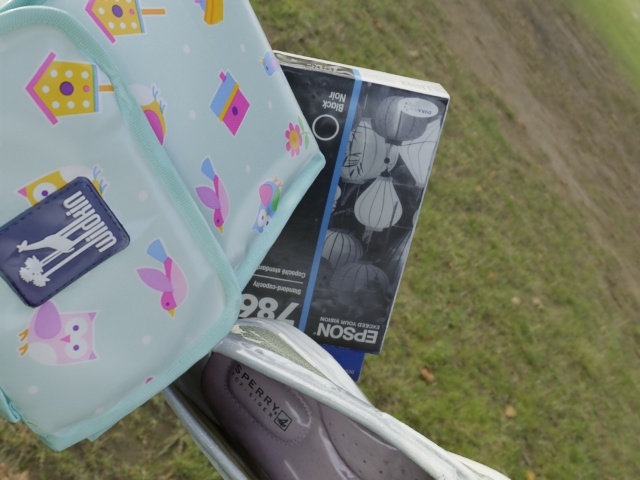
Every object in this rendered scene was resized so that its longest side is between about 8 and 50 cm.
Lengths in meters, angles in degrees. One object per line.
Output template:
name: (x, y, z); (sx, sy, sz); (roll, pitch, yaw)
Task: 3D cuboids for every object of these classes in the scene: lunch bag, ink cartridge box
lunch bag: (-0.133, -0.047, 0.467); (0.262, 0.160, 0.223); (-60, 136, -40)
ink cartridge box: (0.000, 0.000, 0.788); (0.166, 0.332, 0.065); (9, 23, -7)

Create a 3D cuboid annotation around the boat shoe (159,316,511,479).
boat shoe: (0.024, 0.152, 0.477); (0.320, 0.118, 0.103); (40, 11, 29)
